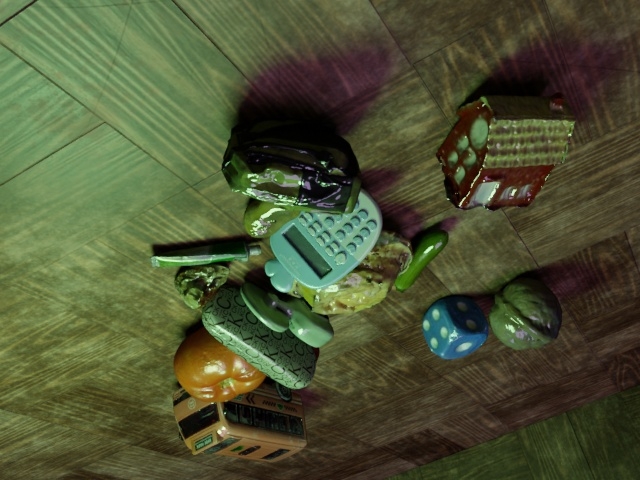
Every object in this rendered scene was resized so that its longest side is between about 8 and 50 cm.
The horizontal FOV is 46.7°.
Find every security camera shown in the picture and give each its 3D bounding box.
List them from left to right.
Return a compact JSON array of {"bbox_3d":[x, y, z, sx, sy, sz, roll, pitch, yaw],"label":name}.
[{"bbox_3d":[-0.081,0.175,1.867,0.080,0.157,0.302,-45,139,12],"label":"security camera"}]

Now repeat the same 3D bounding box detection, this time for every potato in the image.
[{"bbox_3d":[-0.104,-0.059,1.572,0.138,0.070,0.092,-32,137,22],"label":"potato"}]

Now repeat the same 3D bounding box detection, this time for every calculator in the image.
[{"bbox_3d":[0.000,0.000,1.622,0.303,0.042,0.188,-39,96,20],"label":"calculator"}]

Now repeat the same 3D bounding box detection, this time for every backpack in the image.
[{"bbox_3d":[-0.052,-0.142,1.356,0.254,0.207,0.140,7,120,-15],"label":"backpack"}]

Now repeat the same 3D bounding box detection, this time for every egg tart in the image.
[{"bbox_3d":[0.062,0.085,1.779,0.352,0.149,0.352,-8,152,-4],"label":"egg tart"}]

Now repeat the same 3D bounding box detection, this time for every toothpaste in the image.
[{"bbox_3d":[-0.259,0.034,1.677,0.248,0.046,0.078,-6,163,-11],"label":"toothpaste"}]

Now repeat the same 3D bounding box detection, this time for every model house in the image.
[{"bbox_3d":[0.370,-0.198,1.477,0.196,0.160,0.254,-2,143,-20],"label":"model house"}]

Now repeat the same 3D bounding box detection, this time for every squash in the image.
[{"bbox_3d":[0.242,0.050,1.879,0.069,0.069,0.258,4,143,-26],"label":"squash"}]

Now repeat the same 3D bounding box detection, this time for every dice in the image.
[{"bbox_3d":[0.394,0.254,2.173,0.143,0.146,0.146,1,143,-27],"label":"dice"}]

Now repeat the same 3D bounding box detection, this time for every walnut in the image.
[{"bbox_3d":[0.594,0.215,2.150,0.224,0.224,0.224,-10,147,-7],"label":"walnut"}]

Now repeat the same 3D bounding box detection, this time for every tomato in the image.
[{"bbox_3d":[-0.257,0.314,1.972,0.260,0.179,0.259,-12,149,-8],"label":"tomato"}]

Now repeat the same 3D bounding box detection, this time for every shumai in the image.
[{"bbox_3d":[-0.279,0.111,1.747,0.139,0.105,0.123,-6,168,45],"label":"shumai"}]

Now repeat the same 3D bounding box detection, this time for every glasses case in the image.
[{"bbox_3d":[-0.148,0.245,1.862,0.085,0.137,0.355,-30,121,36],"label":"glasses case"}]

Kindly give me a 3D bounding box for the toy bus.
[{"bbox_3d":[-0.241,0.551,2.286,0.203,0.232,0.427,-33,144,26],"label":"toy bus"}]

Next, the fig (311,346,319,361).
[{"bbox_3d":[-0.068,0.311,2.143,0.119,0.153,0.119,-14,113,-36],"label":"fig"}]
